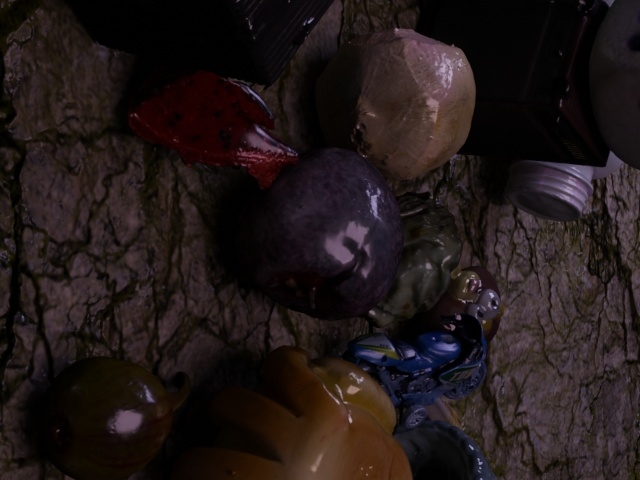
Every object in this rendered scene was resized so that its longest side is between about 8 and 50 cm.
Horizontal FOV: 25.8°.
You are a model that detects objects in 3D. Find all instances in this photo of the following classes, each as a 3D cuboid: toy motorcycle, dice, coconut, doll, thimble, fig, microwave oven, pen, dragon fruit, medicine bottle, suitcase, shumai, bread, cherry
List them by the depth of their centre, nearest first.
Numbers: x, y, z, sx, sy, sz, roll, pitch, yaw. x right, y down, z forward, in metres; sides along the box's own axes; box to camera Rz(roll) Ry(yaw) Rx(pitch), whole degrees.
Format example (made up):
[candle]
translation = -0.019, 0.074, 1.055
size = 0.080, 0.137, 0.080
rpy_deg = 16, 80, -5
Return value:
[suitcase]
translation = -0.075, -0.323, 1.351
size = 0.335, 0.229, 0.152
rpy_deg = -56, 147, -28
[fig]
translation = -0.183, 0.170, 1.404
size = 0.236, 0.124, 0.124
rpy_deg = -8, 101, -63
[dragon fruit]
translation = -0.096, -0.138, 1.443
size = 0.192, 0.122, 0.092
rpy_deg = 31, 33, -29
[bread]
translation = -0.029, 0.259, 1.531
size = 0.316, 0.211, 0.270
rpy_deg = 57, 45, -48
[cherry]
translation = 0.005, -0.009, 1.542
size = 0.195, 0.195, 0.195
rpy_deg = -10, 103, -50
[coconut]
translation = 0.084, -0.159, 1.622
size = 0.194, 0.194, 0.194
rpy_deg = -10, 103, -50
[dice]
translation = 0.442, -0.197, 1.667
size = 0.193, 0.194, 0.192
rpy_deg = -59, 142, -27
[shumai]
translation = 0.071, 0.014, 1.696
size = 0.142, 0.184, 0.184
rpy_deg = 20, 78, -23
[thimble]
translation = 0.131, 0.359, 1.730
size = 0.250, 0.205, 0.172
rpy_deg = -80, 156, -49
[toy motorcycle]
translation = 0.124, 0.153, 1.733
size = 0.254, 0.092, 0.135
rpy_deg = 0, 129, -37
[microwave oven]
translation = 0.253, -0.217, 1.770
size = 0.178, 0.247, 0.188
rpy_deg = 34, 70, -51
[doll]
translation = 0.172, 0.080, 1.836
size = 0.188, 0.096, 0.145
rpy_deg = 44, 54, -33
[pen]
translation = 0.143, 0.205, 1.860
size = 0.040, 0.032, 0.233
rpy_deg = -58, 135, -29
[medicine bottle]
translation = 0.354, -0.193, 1.945
size = 0.124, 0.179, 0.324
rpy_deg = 37, 66, -47
